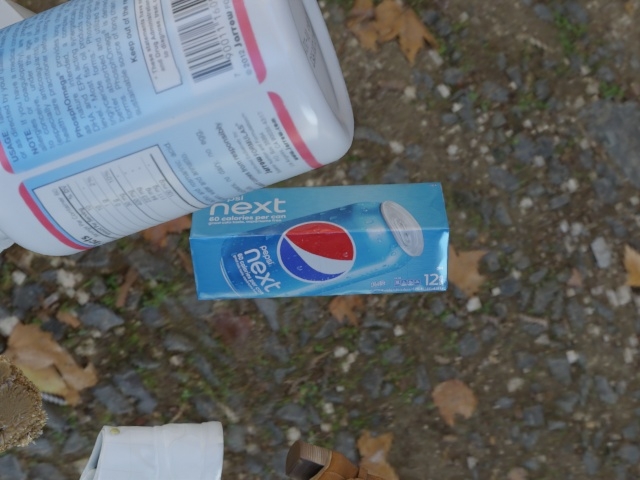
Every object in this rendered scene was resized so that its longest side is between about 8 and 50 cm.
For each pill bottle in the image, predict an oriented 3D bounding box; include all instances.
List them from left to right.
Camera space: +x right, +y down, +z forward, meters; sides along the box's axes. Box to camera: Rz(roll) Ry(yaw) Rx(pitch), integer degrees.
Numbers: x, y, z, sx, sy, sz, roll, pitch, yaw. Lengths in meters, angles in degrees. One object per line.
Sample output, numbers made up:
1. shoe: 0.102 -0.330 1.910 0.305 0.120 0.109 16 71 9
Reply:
1. pill bottle: -0.075 -0.046 0.377 0.160 0.087 0.087 -18 81 11

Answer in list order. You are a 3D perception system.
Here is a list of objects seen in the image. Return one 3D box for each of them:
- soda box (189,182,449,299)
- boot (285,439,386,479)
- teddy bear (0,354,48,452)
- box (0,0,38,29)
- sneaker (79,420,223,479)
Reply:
1. soda box: 0.000 0.000 0.863 0.210 0.067 0.071 -3 36 1
2. boot: 0.026 0.362 1.367 0.152 0.073 0.197 26 39 -16
3. teddy bear: -0.499 0.262 1.240 0.245 0.113 0.338 42 80 -31
4. box: -0.312 -0.138 1.110 0.119 0.182 0.181 24 103 -44
5. sneaker: -0.218 0.337 1.233 0.169 0.108 0.292 4 114 -14
